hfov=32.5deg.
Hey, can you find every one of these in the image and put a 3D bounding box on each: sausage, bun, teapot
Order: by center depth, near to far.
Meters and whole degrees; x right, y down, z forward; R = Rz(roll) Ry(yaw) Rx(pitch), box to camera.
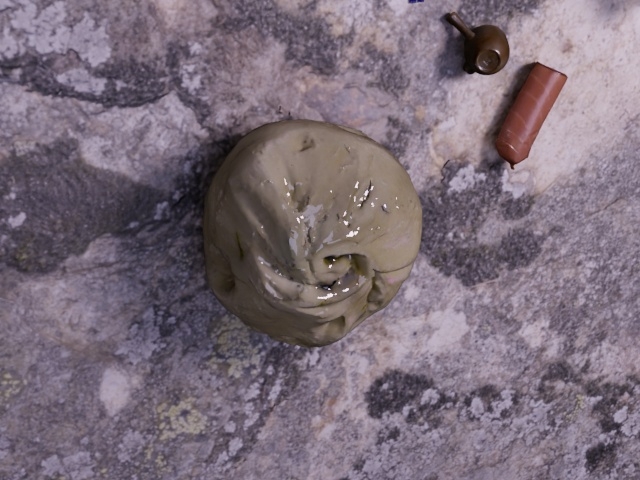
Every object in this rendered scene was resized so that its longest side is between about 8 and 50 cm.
[{"bbox_3d":[0.000,0.000,1.575,0.326,0.234,0.362,-21,125,-18],"label":"bun"},{"bbox_3d":[0.225,-0.288,1.628,0.110,0.080,0.085,36,117,-17],"label":"teapot"},{"bbox_3d":[0.321,-0.192,1.712,0.065,0.065,0.169,18,106,-27],"label":"sausage"}]

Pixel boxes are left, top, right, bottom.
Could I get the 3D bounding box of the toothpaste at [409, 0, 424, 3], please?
[{"bbox_3d":[0.140,-0.382,1.580,0.024,0.015,0.083,-11,122,-18],"label":"toothpaste"}]
